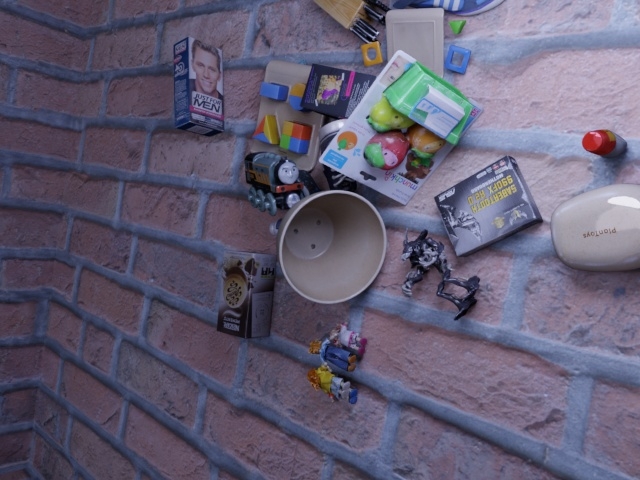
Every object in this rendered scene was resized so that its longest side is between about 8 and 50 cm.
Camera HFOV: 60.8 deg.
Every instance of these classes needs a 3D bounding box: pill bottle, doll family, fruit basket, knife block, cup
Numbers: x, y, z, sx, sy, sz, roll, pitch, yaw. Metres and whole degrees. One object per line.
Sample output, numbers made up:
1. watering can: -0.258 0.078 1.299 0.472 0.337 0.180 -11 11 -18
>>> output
1. pill bottle: -0.117 -0.045 1.889 0.120 0.067 0.067 -4 84 40
2. doll family: 0.033 0.382 1.692 0.163 0.118 0.263 14 96 41
3. fruit basket: 0.222 -0.277 1.454 0.353 0.326 0.165 -55 31 20
4. knife block: 0.101 -0.707 1.739 0.275 0.088 0.242 -4 83 40
5. cup: 0.000 0.000 1.655 0.237 0.330 0.332 -152 74 -66

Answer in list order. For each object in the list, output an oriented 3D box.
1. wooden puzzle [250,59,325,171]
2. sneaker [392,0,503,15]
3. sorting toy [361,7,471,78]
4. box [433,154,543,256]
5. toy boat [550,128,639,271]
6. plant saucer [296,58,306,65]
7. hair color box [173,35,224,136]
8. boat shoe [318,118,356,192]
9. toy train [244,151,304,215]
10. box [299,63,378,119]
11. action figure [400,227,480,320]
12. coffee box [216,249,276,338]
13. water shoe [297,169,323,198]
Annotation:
1. wooden puzzle: -0.119 -0.443 1.898 0.322 0.080 0.348 25 106 38
2. sneaker: 0.320 -0.699 1.451 0.322 0.236 0.130 15 96 41
3. sorting toy: 0.275 -0.563 1.574 0.347 0.047 0.196 14 120 34
4. box: 0.432 -0.085 1.426 0.231 0.056 0.183 -30 67 35
5. toy boat: 0.644 -0.091 1.205 0.267 0.148 0.319 -7 89 45
6. plant saucer: -0.117 -0.578 1.964 0.192 0.018 0.067 -22 73 39
7. hair color box: -0.485 -0.609 2.179 0.105 0.173 0.348 -9 81 39
8. boat shoe: 0.068 -0.232 1.616 0.127 0.340 0.158 -14 82 0
9. toy train: -0.160 -0.196 1.827 0.334 0.142 0.191 25 124 62
10. box: 0.097 -0.432 1.670 0.270 0.165 0.144 27 104 39
11. action figure: 0.295 0.079 1.472 0.275 0.140 0.164 43 138 31
12. coffee box: -0.267 0.190 1.965 0.168 0.118 0.298 4 89 40
13. water shoe: -0.029 -0.143 1.834 0.203 0.072 0.080 63 155 19
